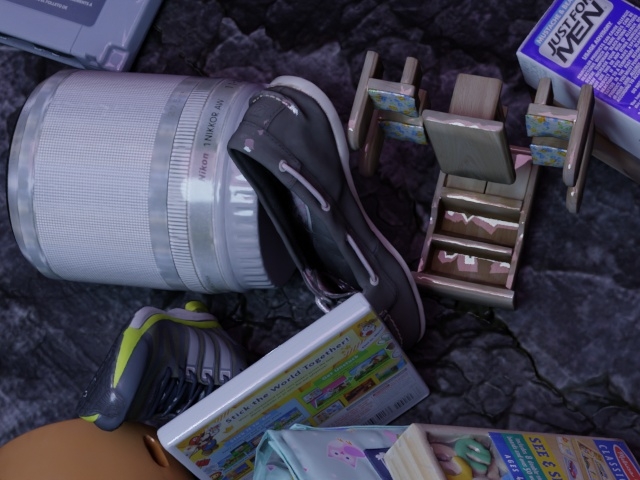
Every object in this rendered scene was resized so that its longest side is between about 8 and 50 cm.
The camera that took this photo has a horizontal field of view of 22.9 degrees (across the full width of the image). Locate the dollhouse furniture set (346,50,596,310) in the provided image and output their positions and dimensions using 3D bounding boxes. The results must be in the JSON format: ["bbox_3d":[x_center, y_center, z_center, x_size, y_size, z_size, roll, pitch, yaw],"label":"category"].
[{"bbox_3d":[0.143,-0.049,1.511,0.212,0.242,0.161,11,74,15],"label":"dollhouse furniture set"}]

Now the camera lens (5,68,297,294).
[{"bbox_3d":[-0.164,-0.059,1.605,0.274,0.219,0.219,5,73,15],"label":"camera lens"}]

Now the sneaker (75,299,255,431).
[{"bbox_3d":[-0.129,0.130,1.502,0.121,0.300,0.111,34,105,11],"label":"sneaker"}]

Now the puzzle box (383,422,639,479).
[{"bbox_3d":[0.242,0.328,1.306,0.052,0.272,0.409,-54,45,30],"label":"puzzle box"}]

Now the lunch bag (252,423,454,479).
[{"bbox_3d":[0.061,0.289,1.418,0.223,0.160,0.262,2,68,-31],"label":"lunch bag"}]

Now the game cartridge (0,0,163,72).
[{"bbox_3d":[-0.312,-0.313,1.821,0.297,0.062,0.198,20,73,19],"label":"game cartridge"}]

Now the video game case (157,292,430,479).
[{"bbox_3d":[-0.019,0.162,1.500,0.227,0.206,0.026,-34,56,1],"label":"video game case"}]

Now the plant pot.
[{"bbox_3d":[-0.214,0.301,1.475,0.291,0.291,0.203,-21,52,6],"label":"plant pot"}]

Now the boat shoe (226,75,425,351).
[{"bbox_3d":[0.000,0.000,1.494,0.112,0.335,0.095,12,49,42],"label":"boat shoe"}]

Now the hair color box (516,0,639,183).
[{"bbox_3d":[0.361,-0.101,1.509,0.339,0.185,0.110,36,84,22],"label":"hair color box"}]
